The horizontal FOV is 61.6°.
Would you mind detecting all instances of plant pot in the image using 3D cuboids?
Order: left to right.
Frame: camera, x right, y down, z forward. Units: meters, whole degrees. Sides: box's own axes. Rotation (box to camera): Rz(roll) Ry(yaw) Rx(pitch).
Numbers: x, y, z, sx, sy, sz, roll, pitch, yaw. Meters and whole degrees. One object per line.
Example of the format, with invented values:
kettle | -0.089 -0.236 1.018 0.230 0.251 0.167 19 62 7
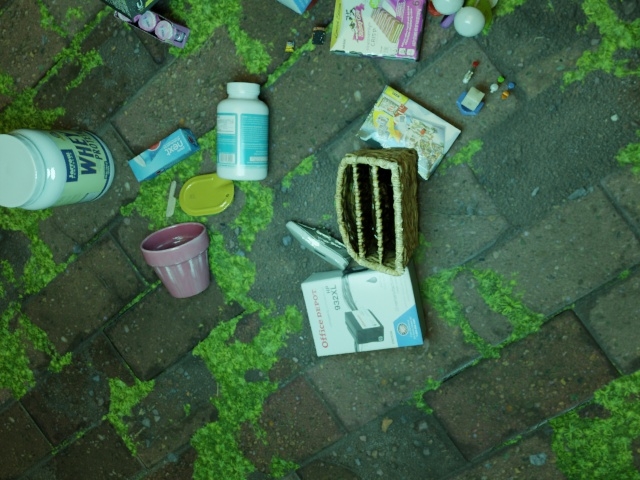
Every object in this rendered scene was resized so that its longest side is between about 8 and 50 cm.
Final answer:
plant pot | -0.420 0.065 1.627 0.201 0.201 0.180 -5 114 16

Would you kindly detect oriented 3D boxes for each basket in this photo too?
basket | 0.132 -0.081 1.400 0.214 0.223 0.299 3 111 21

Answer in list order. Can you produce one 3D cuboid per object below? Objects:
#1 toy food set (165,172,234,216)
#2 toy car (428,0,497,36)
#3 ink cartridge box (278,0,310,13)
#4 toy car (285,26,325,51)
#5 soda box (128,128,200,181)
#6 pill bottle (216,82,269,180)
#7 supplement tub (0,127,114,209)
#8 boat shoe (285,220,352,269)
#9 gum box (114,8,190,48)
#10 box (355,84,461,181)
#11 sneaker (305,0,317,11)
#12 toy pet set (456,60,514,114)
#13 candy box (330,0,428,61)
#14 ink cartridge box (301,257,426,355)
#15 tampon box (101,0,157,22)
toy food set | -0.352 -0.128 1.635 0.218 0.071 0.128 -5 75 14
toy car | 0.336 -0.583 1.323 0.182 0.136 0.159 37 64 -18
ink cartridge box | -0.064 -0.817 1.315 0.285 0.166 0.395 37 97 16
toy car | -0.043 -0.561 1.472 0.122 0.060 0.040 -6 67 10
soda box | -0.477 -0.259 1.638 0.210 0.067 0.071 -27 92 18
pill bottle | -0.219 -0.306 1.517 0.146 0.146 0.264 6 102 14
supplement tub | -0.807 -0.215 1.601 0.236 0.325 0.235 3 101 15
boat shoe | 0.000 0.000 1.559 0.219 0.078 0.070 34 74 13
gum box | -0.478 -0.625 1.550 0.188 0.107 0.062 29 107 8
box | 0.235 -0.288 1.449 0.233 0.044 0.159 34 108 7
sneaker | -0.047 -0.732 1.436 0.128 0.087 0.221 25 94 18
toy pet set | 0.413 -0.378 1.389 0.122 0.065 0.114 34 72 4
candy box | 0.152 -0.562 1.407 0.234 0.071 0.159 10 103 14
ink cartridge box | 0.125 0.189 1.523 0.308 0.129 0.223 -10 97 17
tampon box | -0.536 -0.699 1.454 0.161 0.101 0.120 36 73 10
